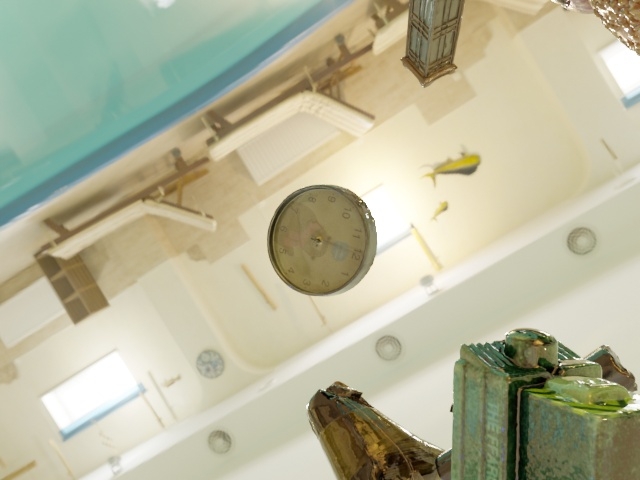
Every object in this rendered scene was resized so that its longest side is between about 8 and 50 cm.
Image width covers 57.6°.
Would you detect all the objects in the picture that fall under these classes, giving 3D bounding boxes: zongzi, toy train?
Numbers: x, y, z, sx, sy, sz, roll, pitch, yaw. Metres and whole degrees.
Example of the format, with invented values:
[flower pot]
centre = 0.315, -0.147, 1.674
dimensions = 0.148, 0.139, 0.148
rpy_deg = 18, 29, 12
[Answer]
[zongzi]
centre = 0.154, 0.436, 1.309
dimensions = 0.317, 0.289, 0.154
rpy_deg = -5, 138, -30
[toy train]
centre = 0.205, 0.246, 0.497
dimensions = 0.138, 0.331, 0.178
rpy_deg = 0, -177, -24

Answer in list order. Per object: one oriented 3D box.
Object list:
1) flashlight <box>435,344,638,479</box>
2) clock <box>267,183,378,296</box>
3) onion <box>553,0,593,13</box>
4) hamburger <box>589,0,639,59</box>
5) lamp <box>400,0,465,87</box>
[flashlight]
centre = 0.397, 0.353, 1.116
dimensions = 0.424, 0.103, 0.103
rpy_deg = -40, 178, 17
[clock]
centre = 0.000, 0.000, 1.404
dimensions = 0.280, 0.281, 0.055
rpy_deg = -31, 166, 20
[onion]
centre = 0.521, -0.526, 1.127
dimensions = 0.200, 0.201, 0.207
rpy_deg = -32, -172, -14
[hamburger]
centre = 0.405, -0.316, 0.598
dimensions = 0.225, 0.291, 0.291
rpy_deg = -38, -179, 2
[lamp]
centre = 0.213, -0.433, 1.061
dimensions = 0.089, 0.090, 0.325
rpy_deg = -29, 154, -11
